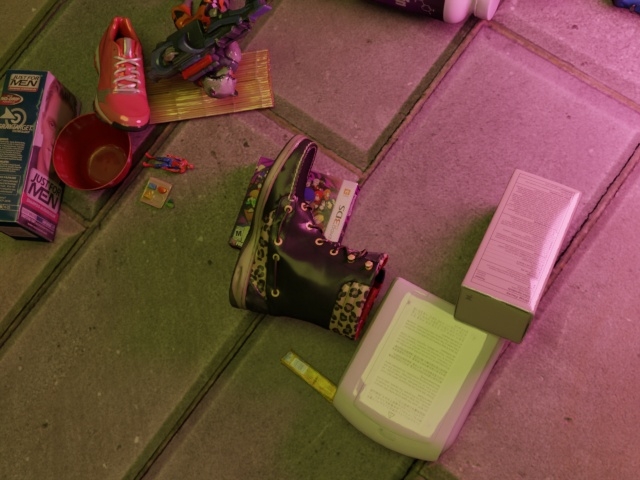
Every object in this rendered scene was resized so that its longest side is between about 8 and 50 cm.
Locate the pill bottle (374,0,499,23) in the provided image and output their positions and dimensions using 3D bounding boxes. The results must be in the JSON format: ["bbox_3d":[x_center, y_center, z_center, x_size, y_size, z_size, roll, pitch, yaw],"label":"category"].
[{"bbox_3d":[0.231,-0.582,1.931,0.323,0.181,0.181,20,79,14],"label":"pill bottle"}]

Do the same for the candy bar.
[{"bbox_3d":[-0.016,0.281,1.828,0.161,0.018,0.040,36,80,17],"label":"candy bar"}]

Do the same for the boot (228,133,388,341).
[{"bbox_3d":[0.000,0.000,1.792,0.284,0.138,0.377,20,87,15],"label":"boot"}]

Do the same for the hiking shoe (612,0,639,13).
[{"bbox_3d":[0.751,-0.470,1.848,0.304,0.113,0.132,14,77,13],"label":"hiking shoe"}]

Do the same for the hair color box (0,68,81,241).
[{"bbox_3d":[-0.642,-0.186,1.977,0.105,0.174,0.347,4,76,11],"label":"hair color box"}]

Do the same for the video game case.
[{"bbox_3d":[-0.057,-0.053,1.911,0.232,0.042,0.210,17,79,14],"label":"video game case"}]

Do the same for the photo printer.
[{"bbox_3d":[0.187,0.261,1.752,0.256,0.107,0.307,26,81,15],"label":"photo printer"}]

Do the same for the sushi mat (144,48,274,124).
[{"bbox_3d":[-0.266,-0.350,2.038,0.317,0.019,0.151,-7,73,8],"label":"sushi mat"}]

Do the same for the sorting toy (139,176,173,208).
[{"bbox_3d":[-0.357,-0.103,1.991,0.083,0.012,0.062,22,80,15],"label":"sorting toy"}]

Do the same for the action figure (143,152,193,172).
[{"bbox_3d":[-0.341,-0.173,2.000,0.115,0.030,0.038,9,72,10],"label":"action figure"}]

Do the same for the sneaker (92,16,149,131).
[{"bbox_3d":[-0.441,-0.372,1.961,0.116,0.136,0.313,0,50,-25],"label":"sneaker"}]

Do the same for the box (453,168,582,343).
[{"bbox_3d":[0.381,0.027,1.720,0.148,0.121,0.311,23,59,14],"label":"box"}]

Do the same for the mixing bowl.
[{"bbox_3d":[-0.492,-0.184,1.991,0.181,0.098,0.181,-3,75,10],"label":"mixing bowl"}]

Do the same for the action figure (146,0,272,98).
[{"bbox_3d":[-0.216,-0.468,1.971,0.341,0.178,0.330,-16,71,31],"label":"action figure"}]
